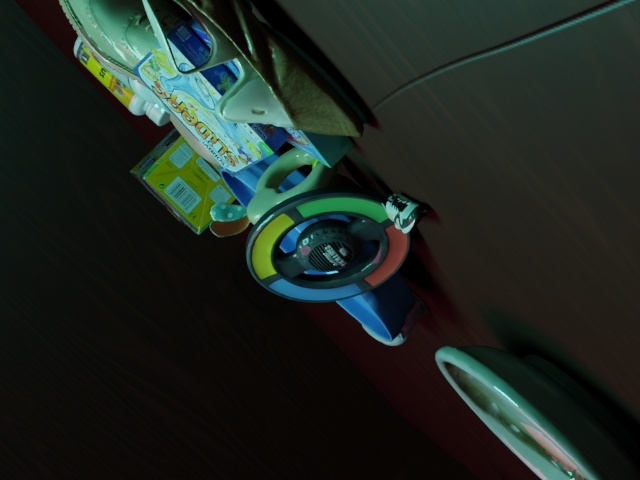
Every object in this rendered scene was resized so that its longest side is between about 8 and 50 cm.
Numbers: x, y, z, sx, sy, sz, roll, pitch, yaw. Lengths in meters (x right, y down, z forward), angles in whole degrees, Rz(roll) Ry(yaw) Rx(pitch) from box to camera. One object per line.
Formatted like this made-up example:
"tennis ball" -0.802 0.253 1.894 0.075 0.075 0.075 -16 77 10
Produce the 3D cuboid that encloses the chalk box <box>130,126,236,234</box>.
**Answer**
"chalk box" -0.289 -0.148 2.504 0.180 0.179 0.289 46 174 -16

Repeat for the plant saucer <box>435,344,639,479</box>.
"plant saucer" 0.334 0.265 1.582 0.400 0.100 0.400 44 173 7

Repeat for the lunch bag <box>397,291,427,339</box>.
"lunch bag" 0.148 0.131 2.005 0.053 0.071 0.083 39 172 31

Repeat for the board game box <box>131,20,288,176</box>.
"board game box" -0.147 -0.181 1.496 0.201 0.035 0.136 47 153 -11

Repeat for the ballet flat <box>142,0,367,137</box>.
"ballet flat" -0.098 -0.211 1.253 0.342 0.124 0.116 47 173 -19

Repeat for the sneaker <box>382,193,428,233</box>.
"sneaker" 0.103 -0.037 1.435 0.044 0.040 0.109 48 172 -9

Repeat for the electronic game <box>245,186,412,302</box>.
"electronic game" 0.012 0.009 1.555 0.229 0.229 0.048 52 -159 -45

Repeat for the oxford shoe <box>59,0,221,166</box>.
"oxford shoe" -0.212 -0.284 1.605 0.397 0.140 0.146 43 152 -6

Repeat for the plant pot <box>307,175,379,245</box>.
"plant pot" 0.033 -0.030 1.911 0.236 0.032 0.236 45 174 6

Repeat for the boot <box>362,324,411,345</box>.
"boot" 0.116 0.132 2.186 0.123 0.095 0.258 44 -176 -44

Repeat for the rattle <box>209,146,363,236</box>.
"rattle" -0.041 -0.039 1.593 0.130 0.200 0.143 39 171 41

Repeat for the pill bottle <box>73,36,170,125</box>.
"pill bottle" -0.346 -0.315 2.108 0.215 0.117 0.117 44 173 6

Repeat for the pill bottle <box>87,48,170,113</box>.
"pill bottle" -0.267 -0.289 1.789 0.221 0.121 0.121 39 171 38

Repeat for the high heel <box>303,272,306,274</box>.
"high heel" 0.050 0.051 2.146 0.186 0.093 0.261 24 -175 1

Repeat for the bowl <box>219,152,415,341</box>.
"bowl" 0.000 0.000 1.829 0.391 0.077 0.391 44 173 7

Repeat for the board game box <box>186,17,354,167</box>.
"board game box" -0.064 -0.197 1.441 0.210 0.047 0.160 49 172 -35
